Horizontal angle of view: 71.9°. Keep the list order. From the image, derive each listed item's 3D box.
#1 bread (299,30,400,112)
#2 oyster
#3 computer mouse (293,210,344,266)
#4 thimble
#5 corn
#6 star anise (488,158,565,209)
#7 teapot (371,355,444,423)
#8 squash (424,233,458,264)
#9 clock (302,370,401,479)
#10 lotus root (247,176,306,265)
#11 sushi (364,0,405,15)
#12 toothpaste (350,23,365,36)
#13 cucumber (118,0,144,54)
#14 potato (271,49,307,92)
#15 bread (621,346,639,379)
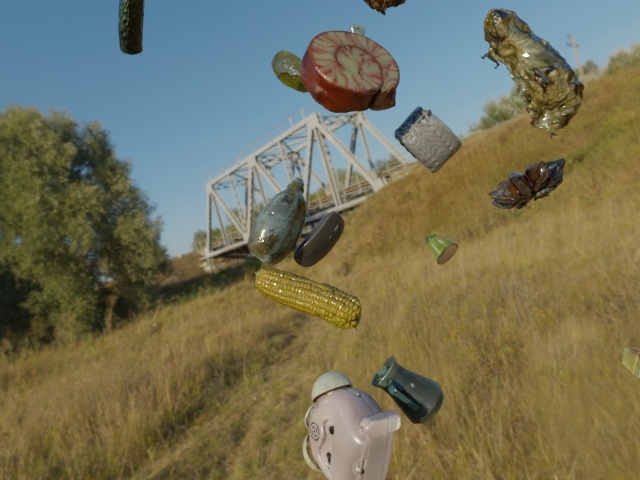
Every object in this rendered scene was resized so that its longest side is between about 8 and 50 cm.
[{"bbox_3d":[0.092,-0.550,1.446,0.327,0.295,0.114,-17,-21,-28],"label":"bread"},{"bbox_3d":[0.503,-0.411,1.059,0.133,0.337,0.198,-41,4,37],"label":"oyster"},{"bbox_3d":[0.000,0.001,1.581,0.232,0.057,0.120,-48,-42,-3],"label":"computer mouse"},{"bbox_3d":[0.407,-0.383,1.692,0.157,0.217,0.245,-48,-46,11],"label":"thimble"},{"bbox_3d":[-0.036,0.150,1.184,0.312,0.102,0.102,19,3,3],"label":"corn"},{"bbox_3d":[0.855,-0.220,1.812,0.331,0.118,0.332,-18,-25,-8],"label":"star anise"},{"bbox_3d":[0.310,0.538,1.578,0.171,0.225,0.203,-54,-3,7],"label":"teapot"},{"bbox_3d":[0.448,0.013,1.701,0.105,0.132,0.105,-24,-39,-21],"label":"squash"},{"bbox_3d":[0.079,0.628,1.422,0.184,0.342,0.325,11,4,-35],"label":"clock"},{"bbox_3d":[-0.128,-0.071,1.502,0.158,0.322,0.140,29,-7,-22],"label":"lotus root"},{"bbox_3d":[0.166,-0.760,1.156,0.234,0.208,0.348,17,-2,-3],"label":"sushi"},{"bbox_3d":[0.146,-0.762,1.815,0.060,0.234,0.038,3,10,-6],"label":"toothpaste"},{"bbox_3d":[-0.488,-0.634,1.147,0.067,0.067,0.294,-16,-36,-38],"label":"cucumber"},{"bbox_3d":[-0.100,-0.654,1.723,0.090,0.225,0.117,-26,-28,-57],"label":"potato"},{"bbox_3d":[0.980,0.361,1.250,0.188,0.068,0.125,9,10,12],"label":"bread"}]
